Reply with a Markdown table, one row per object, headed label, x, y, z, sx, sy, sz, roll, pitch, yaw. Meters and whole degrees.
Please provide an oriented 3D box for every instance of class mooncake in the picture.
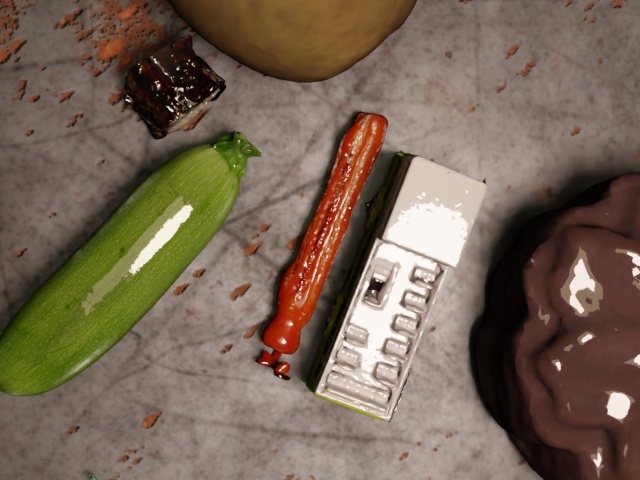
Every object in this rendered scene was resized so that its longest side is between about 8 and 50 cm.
| label | x | y | z | sx | sy | sz | roll | pitch | yaw |
| --- | --- | --- | --- | --- | --- | --- | --- | --- | --- |
| mooncake | 0.371 | 0.105 | 0.934 | 0.381 | 0.212 | 0.351 | -29 | 89 | -8 |

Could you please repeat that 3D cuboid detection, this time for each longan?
| label | x | y | z | sx | sy | sz | roll | pitch | yaw |
| --- | --- | --- | --- | --- | --- | --- | --- | --- | --- |
| longan | -0.028 | -0.312 | 0.838 | 0.297 | 0.297 | 0.297 | 0 | 92 | -7 |

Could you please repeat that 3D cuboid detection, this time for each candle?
| label | x | y | z | sx | sy | sz | roll | pitch | yaw |
| --- | --- | --- | --- | --- | --- | --- | --- | --- | --- |
| candle | 0.000 | 0.000 | 0.958 | 0.051 | 0.048 | 0.329 | 23 | 88 | -21 |

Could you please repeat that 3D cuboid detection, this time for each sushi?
| label | x | y | z | sx | sy | sz | roll | pitch | yaw |
| --- | --- | --- | --- | --- | --- | --- | --- | --- | --- |
| sushi | -0.165 | -0.174 | 0.917 | 0.094 | 0.098 | 0.084 | -42 | 100 | -23 |

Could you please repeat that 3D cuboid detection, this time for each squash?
| label | x | y | z | sx | sy | sz | roll | pitch | yaw |
| --- | --- | --- | --- | --- | --- | --- | --- | --- | --- |
| squash | -0.216 | 0.028 | 0.902 | 0.107 | 0.107 | 0.395 | 45 | 86 | -6 |

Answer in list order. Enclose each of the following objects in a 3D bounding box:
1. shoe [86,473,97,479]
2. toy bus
| label | x | y | z | sx | sy | sz | roll | pitch | yaw |
| --- | --- | --- | --- | --- | --- | --- | --- | --- | --- |
| shoe | -0.268 | 0.342 | 0.925 | 0.071 | 0.064 | 0.143 | 31 | 85 | -8 |
| toy bus | 0.083 | 0.051 | 0.921 | 0.113 | 0.139 | 0.302 | 21 | 91 | -5 |
